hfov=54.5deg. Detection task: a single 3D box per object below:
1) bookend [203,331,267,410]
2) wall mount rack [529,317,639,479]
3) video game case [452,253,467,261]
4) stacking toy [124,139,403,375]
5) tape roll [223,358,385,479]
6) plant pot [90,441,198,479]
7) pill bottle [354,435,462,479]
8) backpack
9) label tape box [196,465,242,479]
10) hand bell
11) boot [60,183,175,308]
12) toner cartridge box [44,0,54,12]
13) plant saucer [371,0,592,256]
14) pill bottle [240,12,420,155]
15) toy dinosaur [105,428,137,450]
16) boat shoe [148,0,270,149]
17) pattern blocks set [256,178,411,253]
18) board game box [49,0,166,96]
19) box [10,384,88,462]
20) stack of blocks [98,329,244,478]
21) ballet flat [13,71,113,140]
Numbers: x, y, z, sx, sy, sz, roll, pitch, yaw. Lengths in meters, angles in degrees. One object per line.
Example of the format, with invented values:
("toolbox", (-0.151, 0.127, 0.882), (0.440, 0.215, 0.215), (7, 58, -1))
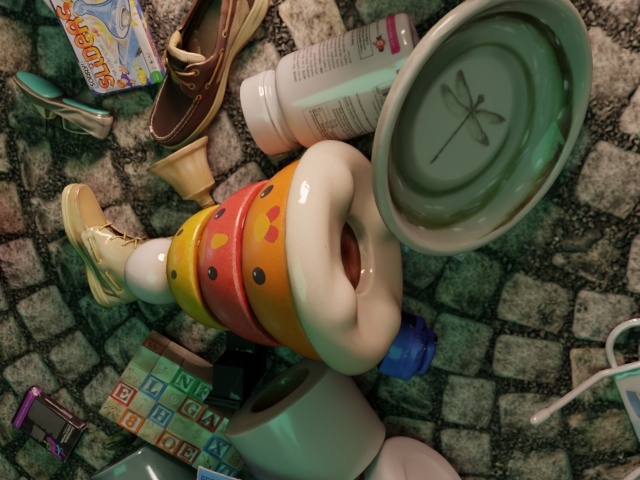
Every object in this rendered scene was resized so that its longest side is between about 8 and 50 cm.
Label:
("bookend", (-0.157, 0.209, 1.177), (0.073, 0.157, 0.156), (8, 108, 12))
("wall mount rack", (0.533, 0.321, 1.035), (0.304, 0.130, 0.349), (-22, 98, 20))
("video game case", (0.236, -0.060, 1.069), (0.119, 0.015, 0.166), (32, 111, 5))
("stacking toy", (-0.130, 0.049, 1.016), (0.480, 0.351, 0.350), (-8, 103, 26))
("tape roll", (-0.028, 0.340, 1.134), (0.246, 0.246, 0.169), (-31, 95, 21))
("plant pot", (-0.331, 0.546, 1.277), (0.272, 0.272, 0.255), (-31, 85, 21))
("pill bottle", (0.084, 0.583, 1.180), (0.229, 0.229, 0.407), (39, 112, 2))
("backpack", (0.153, 0.189, 1.106), (0.101, 0.120, 0.097), (17, 108, 10))
("label tape box", (-0.095, 0.559, 1.063), (0.249, 0.115, 0.347), (9, 98, 18))
("hand bell", (-0.200, -0.057, 1.142), (0.126, 0.126, 0.242), (-25, 103, 20))
("boot", (-0.375, -0.001, 1.210), (0.204, 0.095, 0.261), (-10, 104, 18))
("toner cartridge box", (-0.481, -0.553, 1.091), (0.165, 0.075, 0.347), (-38, 93, 23))
("plant saucer", (0.221, -0.170, 0.910), (0.100, 0.401, 0.400), (42, 120, 47))
("pill bottle", (0.026, -0.240, 0.996), (0.283, 0.160, 0.160), (-14, 101, 18))
("toy dinosaur", (-0.369, 0.352, 1.333), (0.268, 0.064, 0.118), (-32, 99, 17))
("boat shoe", (-0.216, -0.310, 1.047), (0.123, 0.123, 0.342), (44, 111, 19))
("pattern blocks set", (0.000, 0.000, 1.141), (0.325, 0.026, 0.285), (29, 112, 9))
("board game box", (-0.369, -0.360, 1.082), (0.136, 0.035, 0.201), (-12, 127, 5))
("box", (-0.628, 0.425, 1.438), (0.162, 0.029, 0.116), (36, 112, 4))
("stack of blocks", (-0.261, 0.335, 1.245), (0.297, 0.087, 0.171), (33, 99, -6))
("ballet flat", (-0.497, -0.251, 1.186), (0.213, 0.072, 0.068), (25, 115, 7))
